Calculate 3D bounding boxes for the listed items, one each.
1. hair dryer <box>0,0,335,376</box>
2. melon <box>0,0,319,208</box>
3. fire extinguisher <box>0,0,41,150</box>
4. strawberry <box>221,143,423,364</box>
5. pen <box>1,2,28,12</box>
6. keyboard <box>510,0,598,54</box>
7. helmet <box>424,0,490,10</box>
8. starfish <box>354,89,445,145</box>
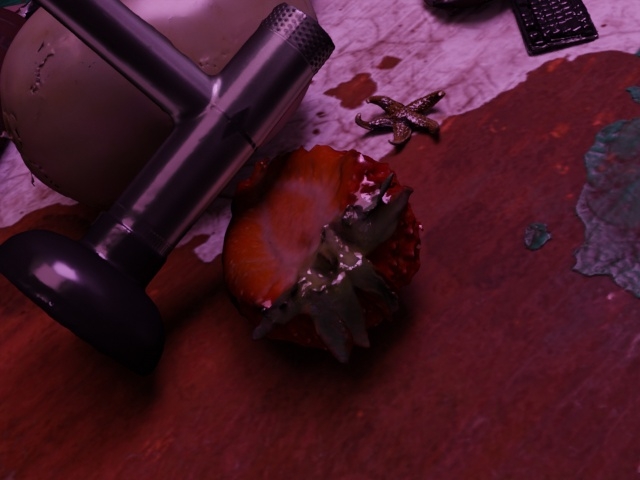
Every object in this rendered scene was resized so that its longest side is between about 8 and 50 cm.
[{"bbox_3d":[-0.184,-0.097,0.856,0.284,0.156,0.320,29,82,1],"label":"hair dryer"},{"bbox_3d":[-0.152,-0.157,0.997,0.317,0.223,0.223,-31,42,-16],"label":"melon"},{"bbox_3d":[-0.381,-0.171,1.182,0.136,0.114,0.337,-19,38,25],"label":"fire extinguisher"},{"bbox_3d":[-0.011,0.011,0.863,0.174,0.098,0.228,-58,30,-10],"label":"strawberry"},{"bbox_3d":[-0.375,-0.293,1.381,0.197,0.032,0.053,-2,42,23],"label":"pen"},{"bbox_3d":[0.233,-0.274,1.125,0.072,0.023,0.231,-12,41,6],"label":"keyboard"},{"bbox_3d":[0.163,-0.293,1.127,0.071,0.098,0.123,8,-5,-20],"label":"helmet"},{"bbox_3d":[0.083,-0.120,1.012,0.091,0.028,0.078,29,66,38],"label":"starfish"}]
